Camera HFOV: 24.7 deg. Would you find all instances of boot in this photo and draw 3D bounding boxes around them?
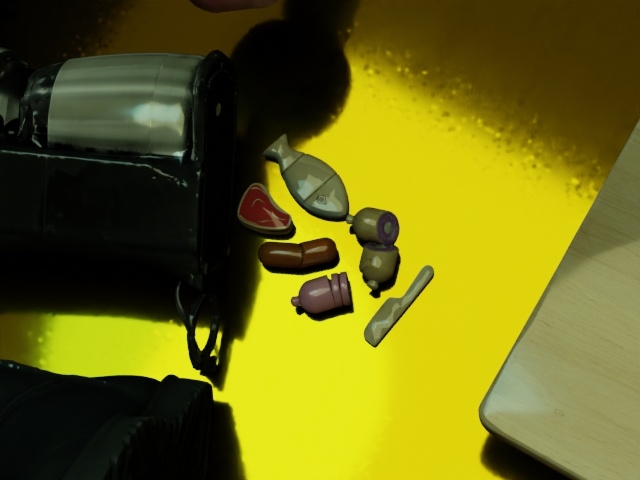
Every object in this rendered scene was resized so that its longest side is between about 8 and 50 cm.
[{"bbox_3d":[-0.172,0.109,0.703,0.207,0.246,0.094,5,98,5],"label":"boot"}]

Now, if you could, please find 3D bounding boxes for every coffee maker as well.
[{"bbox_3d":[-0.142,-0.025,0.794,0.178,0.120,0.171,4,75,8],"label":"coffee maker"}]

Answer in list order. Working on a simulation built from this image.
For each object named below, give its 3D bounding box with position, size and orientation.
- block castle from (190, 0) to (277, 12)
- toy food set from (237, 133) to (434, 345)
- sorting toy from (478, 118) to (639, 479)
[{"bbox_3d":[-0.128,-0.345,0.843,0.302,0.213,0.453,-1,67,18],"label":"block castle"},{"bbox_3d":[0.000,0.000,0.822,0.122,0.019,0.078,38,81,15],"label":"toy food set"},{"bbox_3d":[0.252,0.050,0.745,0.257,0.089,0.255,29,79,12],"label":"sorting toy"}]
